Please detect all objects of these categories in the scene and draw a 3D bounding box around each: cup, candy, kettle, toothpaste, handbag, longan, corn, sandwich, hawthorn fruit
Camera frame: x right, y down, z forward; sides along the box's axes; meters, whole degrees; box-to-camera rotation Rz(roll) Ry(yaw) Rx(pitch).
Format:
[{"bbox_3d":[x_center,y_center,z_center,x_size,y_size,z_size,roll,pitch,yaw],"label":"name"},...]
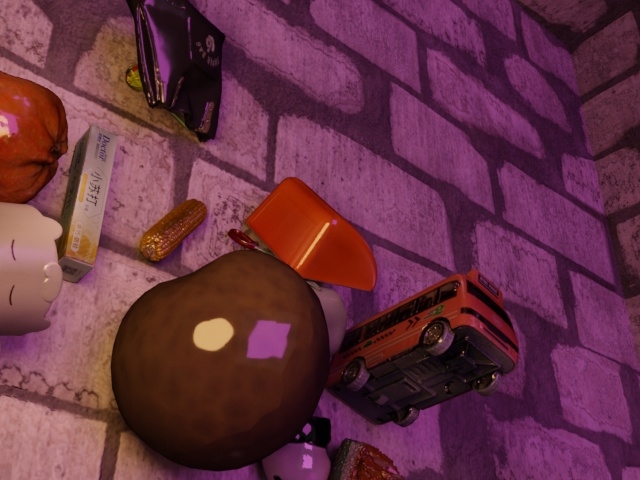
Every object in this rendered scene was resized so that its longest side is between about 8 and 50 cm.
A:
[{"bbox_3d":[-0.572,0.074,1.279,0.257,0.219,0.290,5,95,-44],"label":"cup"},{"bbox_3d":[-0.367,-0.323,1.857,0.194,0.062,0.058,48,-5,-27],"label":"candy"},{"bbox_3d":[-0.098,0.148,1.763,0.255,0.165,0.240,9,49,-39],"label":"kettle"},{"bbox_3d":[-0.454,-0.076,1.574,0.071,0.089,0.313,23,52,-30],"label":"toothpaste"},{"bbox_3d":[-0.312,-0.391,1.823,0.342,0.152,0.288,28,55,-68],"label":"handbag"},{"bbox_3d":[-0.175,0.214,1.457,0.336,0.404,0.405,48,23,-74],"label":"longan"},{"bbox_3d":[-0.308,-0.025,1.710,0.068,0.068,0.207,50,40,-11],"label":"corn"},{"bbox_3d":[0.107,0.514,1.746,0.109,0.159,0.185,42,47,-49],"label":"sandwich"},{"bbox_3d":[-0.567,-0.177,1.395,0.258,0.261,0.258,172,-90,-90],"label":"hawthorn fruit"}]

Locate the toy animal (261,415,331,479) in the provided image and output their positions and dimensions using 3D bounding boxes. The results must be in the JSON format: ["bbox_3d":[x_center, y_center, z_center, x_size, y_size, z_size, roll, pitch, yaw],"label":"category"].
[{"bbox_3d":[-0.056,0.427,1.655,0.165,0.138,0.179,12,65,-19],"label":"toy animal"}]

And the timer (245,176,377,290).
[{"bbox_3d":[0.000,0.000,1.897,0.250,0.161,0.257,34,7,-45],"label":"timer"}]

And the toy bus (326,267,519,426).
[{"bbox_3d":[0.228,0.247,1.828,0.203,0.427,0.233,39,40,-23],"label":"toy bus"}]

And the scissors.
[{"bbox_3d":[-0.096,0.042,1.817,0.144,0.017,0.247,7,24,-44],"label":"scissors"}]

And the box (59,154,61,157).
[{"bbox_3d":[-0.533,-0.198,1.551,0.106,0.105,0.037,58,34,-2],"label":"box"}]
